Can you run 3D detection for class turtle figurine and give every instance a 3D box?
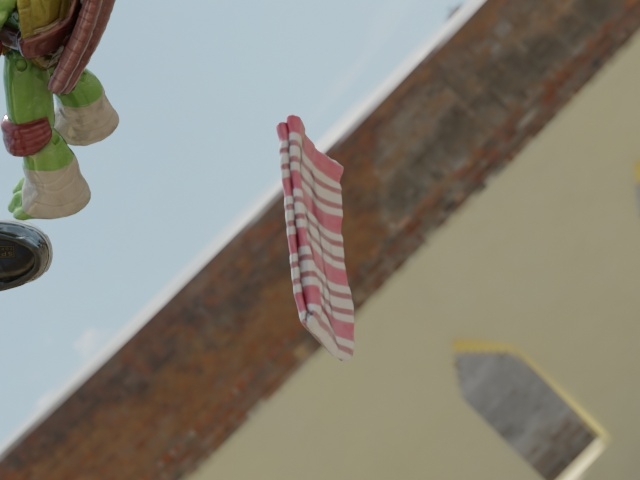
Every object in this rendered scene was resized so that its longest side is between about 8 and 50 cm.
[{"bbox_3d":[-0.269,-0.151,1.343,0.274,0.198,0.266,-25,-47,-8],"label":"turtle figurine"}]

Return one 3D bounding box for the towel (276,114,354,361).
[{"bbox_3d":[0.000,0.000,1.587,0.029,0.197,0.144,-11,-18,13],"label":"towel"}]

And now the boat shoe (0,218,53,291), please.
[{"bbox_3d":[-0.217,0.010,0.962,0.142,0.049,0.040,-6,8,-5],"label":"boat shoe"}]
